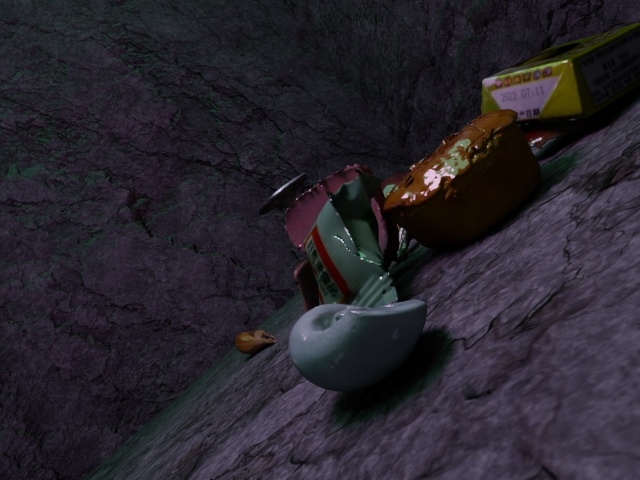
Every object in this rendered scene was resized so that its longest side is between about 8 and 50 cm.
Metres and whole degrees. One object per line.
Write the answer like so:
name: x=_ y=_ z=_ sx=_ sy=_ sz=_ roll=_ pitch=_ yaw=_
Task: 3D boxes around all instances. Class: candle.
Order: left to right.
candle: x=0.071 y=-0.069 z=1.182 sx=0.131 sy=0.316 sz=0.288 roll=-15 pitch=-59 yaw=-60

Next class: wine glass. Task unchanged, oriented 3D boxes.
wine glass: x=0.000 y=0.000 z=1.409 sx=0.267 sy=0.406 sz=0.267 roll=-40 pitch=-3 yaw=-2

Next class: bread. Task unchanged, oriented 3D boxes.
bread: x=0.310 y=-0.123 z=0.981 sx=0.336 sy=0.204 sz=0.358 roll=-37 pitch=3 yaw=-10

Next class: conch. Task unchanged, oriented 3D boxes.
conch: x=-0.270 y=0.431 z=1.804 sx=0.109 sy=0.093 sz=0.330 roll=-16 pitch=5 yaw=-42
conch: x=0.055 y=0.134 z=0.598 sx=0.184 sy=0.121 sz=0.221 roll=-35 pitch=5 yaw=-28

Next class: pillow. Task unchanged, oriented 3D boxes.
pillow: x=-0.038 y=0.169 z=1.519 sx=0.034 sy=0.211 sz=0.135 roll=-3 pitch=20 yaw=31

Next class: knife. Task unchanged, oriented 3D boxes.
knife: x=0.279 y=-0.093 z=1.335 sx=0.089 sy=0.043 sz=0.366 roll=-32 pitch=38 yaw=65

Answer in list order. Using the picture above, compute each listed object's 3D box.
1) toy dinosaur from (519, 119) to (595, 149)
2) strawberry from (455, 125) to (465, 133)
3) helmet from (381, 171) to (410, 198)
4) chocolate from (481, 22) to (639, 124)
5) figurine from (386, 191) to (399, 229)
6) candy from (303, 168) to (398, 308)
toy dinosaur: x=0.546 y=-0.238 z=1.154 sx=0.327 sy=0.112 sz=0.207 roll=-54 pitch=16 yaw=42
strawberry: x=0.577 y=-0.308 z=1.691 sx=0.245 sy=0.205 sz=0.205 roll=-62 pitch=-7 yaw=16
helmet: x=0.324 y=-0.152 z=1.812 sx=0.384 sy=0.230 sz=0.337 roll=-38 pitch=0 yaw=-19
chocolate: x=0.594 y=-0.396 z=1.061 sx=0.300 sy=0.137 sz=0.288 roll=-31 pitch=20 yaw=-19
figurine: x=0.282 y=-0.082 z=1.577 sx=0.247 sy=0.156 sz=0.131 roll=-85 pitch=4 yaw=-46
candy: x=0.056 y=0.055 z=0.916 sx=0.398 sy=0.171 sz=0.263 roll=-97 pitch=27 yaw=-48
